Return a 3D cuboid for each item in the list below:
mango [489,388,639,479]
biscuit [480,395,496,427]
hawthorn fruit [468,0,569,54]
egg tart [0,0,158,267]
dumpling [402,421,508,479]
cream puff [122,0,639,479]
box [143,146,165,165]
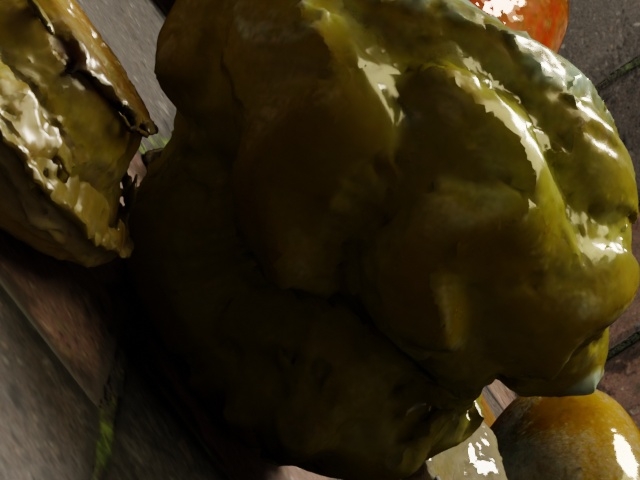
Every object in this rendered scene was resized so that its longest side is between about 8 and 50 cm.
[{"bbox_3d":[0.211,0.265,1.658,0.146,0.193,0.316,27,45,-26],"label":"mango"},{"bbox_3d":[0.138,0.193,1.940,0.275,0.052,0.355,42,14,-51],"label":"biscuit"},{"bbox_3d":[0.078,-0.271,2.325,0.403,0.403,0.403,55,9,-13],"label":"hawthorn fruit"},{"bbox_3d":[-0.175,-0.092,1.142,0.241,0.106,0.241,54,6,-9],"label":"egg tart"},{"bbox_3d":[0.118,0.254,1.534,0.166,0.086,0.332,28,28,-42],"label":"dumpling"},{"bbox_3d":[0.022,0.009,1.259,0.378,0.275,0.378,28,-23,13],"label":"cream puff"},{"bbox_3d":[-0.002,0.002,1.597,0.273,0.143,0.184,58,9,3],"label":"box"}]
